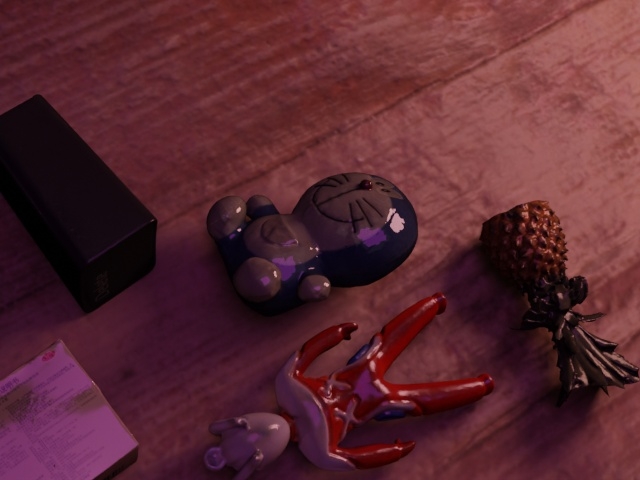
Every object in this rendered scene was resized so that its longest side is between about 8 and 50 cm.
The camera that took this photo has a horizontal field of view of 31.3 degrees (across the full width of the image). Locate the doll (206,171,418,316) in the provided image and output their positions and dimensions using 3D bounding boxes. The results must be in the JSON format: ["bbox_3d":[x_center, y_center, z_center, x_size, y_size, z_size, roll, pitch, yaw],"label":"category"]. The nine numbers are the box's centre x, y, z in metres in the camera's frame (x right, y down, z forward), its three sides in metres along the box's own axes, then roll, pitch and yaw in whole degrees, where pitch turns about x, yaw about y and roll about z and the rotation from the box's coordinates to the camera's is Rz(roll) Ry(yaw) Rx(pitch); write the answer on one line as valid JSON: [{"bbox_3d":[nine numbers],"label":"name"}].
[{"bbox_3d":[0.000,0.000,1.464,0.258,0.154,0.228,-26,38,-8],"label":"doll"}]

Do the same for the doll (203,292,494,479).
[{"bbox_3d":[0.029,0.202,1.435,0.384,0.099,0.188,-20,73,-24],"label":"doll"}]

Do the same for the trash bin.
[{"bbox_3d":[-0.317,-0.047,1.425,0.115,0.165,0.225,-37,77,-21],"label":"trash bin"}]

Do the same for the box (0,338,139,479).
[{"bbox_3d":[-0.346,0.246,1.339,0.212,0.095,0.168,-35,80,-22],"label":"box"}]

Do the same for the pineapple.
[{"bbox_3d":[0.315,0.085,1.526,0.130,0.119,0.277,4,61,-58],"label":"pineapple"}]
